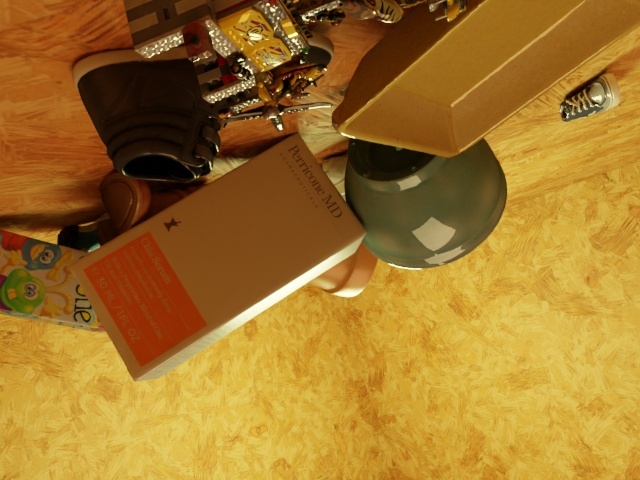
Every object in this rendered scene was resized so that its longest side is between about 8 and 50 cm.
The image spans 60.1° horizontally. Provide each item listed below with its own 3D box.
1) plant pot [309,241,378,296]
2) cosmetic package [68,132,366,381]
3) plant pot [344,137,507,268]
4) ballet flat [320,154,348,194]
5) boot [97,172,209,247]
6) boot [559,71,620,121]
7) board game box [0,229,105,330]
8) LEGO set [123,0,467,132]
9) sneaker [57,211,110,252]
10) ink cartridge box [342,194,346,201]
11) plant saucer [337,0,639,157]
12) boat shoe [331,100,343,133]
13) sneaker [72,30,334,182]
[{"bbox_3d":[0.000,0.000,1.480,0.204,0.290,0.291,7,163,-26],"label":"plant pot"},{"bbox_3d":[-0.171,0.032,0.997,0.453,0.230,0.161,-33,172,-11],"label":"cosmetic package"},{"bbox_3d":[0.162,-0.122,0.975,0.293,0.293,0.196,-18,145,18],"label":"plant pot"},{"bbox_3d":[0.012,-0.136,1.207,0.248,0.086,0.086,-20,170,39],"label":"ballet flat"},{"bbox_3d":[-0.295,-0.063,1.052,0.220,0.109,0.283,-20,162,-33],"label":"boot"},{"bbox_3d":[0.556,-0.288,1.154,0.086,0.069,0.190,-20,173,14],"label":"boot"},{"bbox_3d":[-0.531,0.086,1.081,0.275,0.144,0.142,19,161,-33],"label":"board game box"},{"bbox_3d":[0.001,-0.185,0.406,0.255,0.192,0.331,-16,172,5],"label":"LEGO set"},{"bbox_3d":[-0.476,-0.011,1.194,0.191,0.071,0.083,-17,177,15],"label":"sneaker"},{"bbox_3d":[0.080,-0.123,1.290,0.181,0.104,0.062,-22,169,41],"label":"ink cartridge box"},{"bbox_3d":[0.208,-0.237,0.657,0.333,0.081,0.333,-37,161,31],"label":"plant saucer"},{"bbox_3d":[0.092,-0.224,0.814,0.190,0.068,0.072,-29,156,16],"label":"boat shoe"},{"bbox_3d":[-0.112,-0.147,0.630,0.296,0.146,0.104,-14,170,-14],"label":"sneaker"}]
